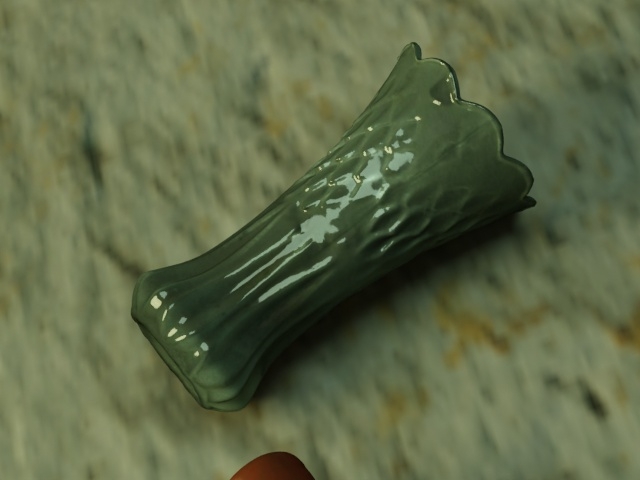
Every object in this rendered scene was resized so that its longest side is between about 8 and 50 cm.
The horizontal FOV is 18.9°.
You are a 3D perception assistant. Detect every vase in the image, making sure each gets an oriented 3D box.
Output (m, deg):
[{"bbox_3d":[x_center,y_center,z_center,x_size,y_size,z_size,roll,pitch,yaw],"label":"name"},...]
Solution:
[{"bbox_3d":[0.000,0.000,0.727,0.148,0.081,0.081,-37,55,-7],"label":"vase"}]

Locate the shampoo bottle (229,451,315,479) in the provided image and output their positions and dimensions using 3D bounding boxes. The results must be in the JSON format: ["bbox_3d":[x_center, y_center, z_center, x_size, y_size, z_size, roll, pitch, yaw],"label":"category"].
[{"bbox_3d":[0.034,0.166,0.602,0.085,0.085,0.244,-31,52,-7],"label":"shampoo bottle"}]
